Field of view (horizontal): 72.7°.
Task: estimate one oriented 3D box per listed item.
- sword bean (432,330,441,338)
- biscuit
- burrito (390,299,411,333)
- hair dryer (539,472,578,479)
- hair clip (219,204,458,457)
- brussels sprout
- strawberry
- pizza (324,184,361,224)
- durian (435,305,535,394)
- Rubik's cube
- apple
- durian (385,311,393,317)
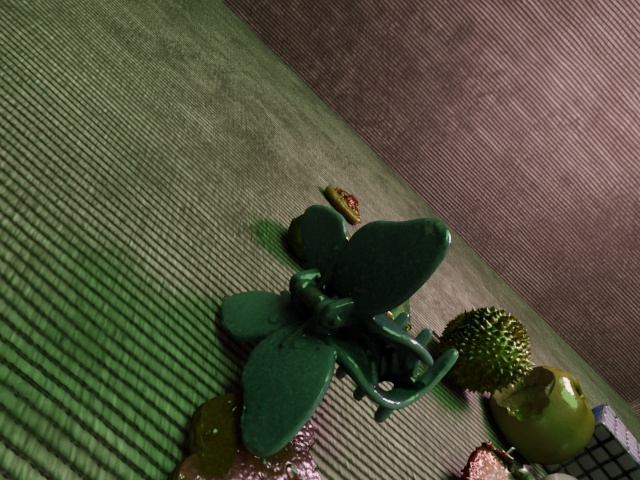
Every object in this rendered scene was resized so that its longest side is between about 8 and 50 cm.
[{"bbox_3d":[0.400,0.327,1.436,0.083,0.012,0.012,46,23,2],"label":"sword bean"},{"bbox_3d":[-0.091,0.305,0.595,0.208,0.041,0.290,52,19,16],"label":"biscuit"},{"bbox_3d":[0.232,0.184,1.338,0.104,0.054,0.288,40,25,-8],"label":"burrito"},{"bbox_3d":[0.673,0.764,1.032,0.362,0.128,0.203,50,19,5],"label":"hair dryer"},{"bbox_3d":[0.034,0.138,0.735,0.238,0.392,0.318,44,-6,-39],"label":"hair clip"},{"bbox_3d":[-0.005,-0.003,1.128,0.183,0.131,0.146,40,7,39],"label":"brussels sprout"},{"bbox_3d":[0.348,0.540,0.895,0.286,0.106,0.188,-4,48,-45],"label":"strawberry"},{"bbox_3d":[0.109,-0.147,1.659,0.188,0.062,0.199,49,22,3],"label":"pizza"},{"bbox_3d":[0.464,0.311,1.263,0.225,0.291,0.291,38,24,-28],"label":"durian"},{"bbox_3d":[0.858,0.684,1.343,0.237,0.237,0.238,3,47,-56],"label":"Rubik's cube"},{"bbox_3d":[0.648,0.509,1.276,0.279,0.279,0.279,37,25,-20],"label":"apple"},{"bbox_3d":[0.139,0.106,1.195,0.237,0.138,0.193,46,23,-1],"label":"durian"}]
